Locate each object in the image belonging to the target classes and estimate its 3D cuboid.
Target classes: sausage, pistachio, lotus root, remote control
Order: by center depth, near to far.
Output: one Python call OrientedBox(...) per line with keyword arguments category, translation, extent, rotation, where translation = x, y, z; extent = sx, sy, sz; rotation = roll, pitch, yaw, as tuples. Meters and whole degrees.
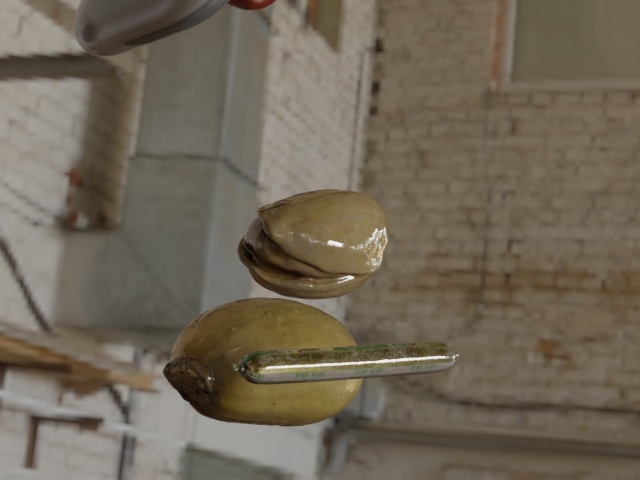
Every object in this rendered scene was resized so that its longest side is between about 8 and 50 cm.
OrientedBox(category="sausage", translation=(0.029, 0.116, 1.492), extent=(0.269, 0.033, 0.033), rotation=(0, -7, -37))
OrientedBox(category="lotus root", translation=(-0.049, 0.130, 1.700), extent=(0.303, 0.146, 0.131), rotation=(7, -53, -53))
OrientedBox(category="remote control", translation=(-0.224, -0.366, 2.243), extent=(0.332, 0.221, 0.103), rotation=(-14, -46, 39))
OrientedBox(category="pistachio", translation=(0.000, 0.000, 2.385), extent=(0.293, 0.162, 0.181), rotation=(-16, 49, -46))

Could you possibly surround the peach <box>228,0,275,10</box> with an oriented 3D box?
OrientedBox(category="peach", translation=(-0.137, -0.466, 2.783), extent=(0.151, 0.118, 0.151), rotation=(-11, 3, 1))
